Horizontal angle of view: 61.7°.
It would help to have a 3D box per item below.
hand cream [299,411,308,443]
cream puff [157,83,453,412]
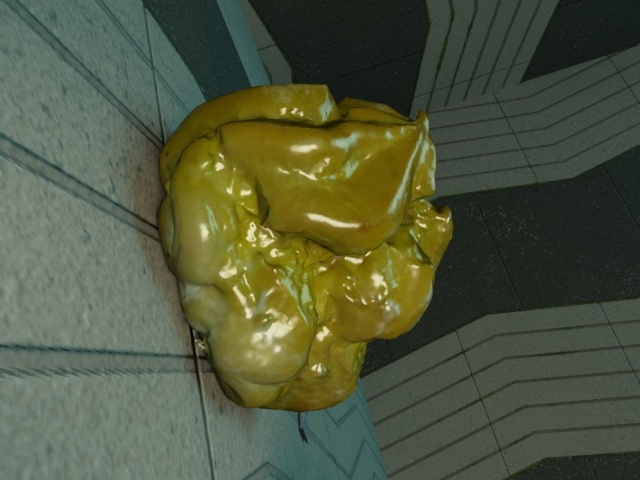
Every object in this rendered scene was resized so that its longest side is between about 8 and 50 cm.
[{"bbox_3d":[-0.026,0.263,0.816,0.093,0.019,0.030,-88,164,-59],"label":"hand cream"},{"bbox_3d":[0.001,0.001,0.543,0.291,0.257,0.324,-78,151,-76],"label":"cream puff"}]
